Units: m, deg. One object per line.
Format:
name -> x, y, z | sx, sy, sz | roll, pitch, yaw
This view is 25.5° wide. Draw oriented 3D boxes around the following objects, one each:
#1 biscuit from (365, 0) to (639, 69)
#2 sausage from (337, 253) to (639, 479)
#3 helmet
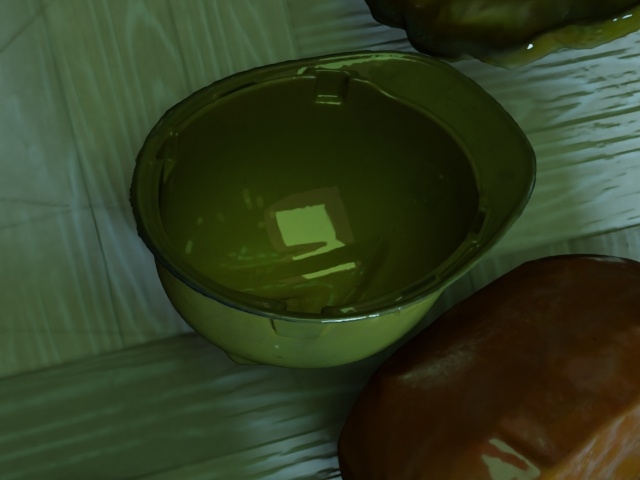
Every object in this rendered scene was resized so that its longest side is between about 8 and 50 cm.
biscuit -> 0.159, -0.279, 0.948 | 0.329, 0.078, 0.335 | -15, 71, 18
sausage -> 0.138, 0.108, 0.913 | 0.268, 0.153, 0.141 | -33, 51, -20
helmet -> 0.000, 0.000, 0.893 | 0.257, 0.140, 0.205 | -24, 58, -30
